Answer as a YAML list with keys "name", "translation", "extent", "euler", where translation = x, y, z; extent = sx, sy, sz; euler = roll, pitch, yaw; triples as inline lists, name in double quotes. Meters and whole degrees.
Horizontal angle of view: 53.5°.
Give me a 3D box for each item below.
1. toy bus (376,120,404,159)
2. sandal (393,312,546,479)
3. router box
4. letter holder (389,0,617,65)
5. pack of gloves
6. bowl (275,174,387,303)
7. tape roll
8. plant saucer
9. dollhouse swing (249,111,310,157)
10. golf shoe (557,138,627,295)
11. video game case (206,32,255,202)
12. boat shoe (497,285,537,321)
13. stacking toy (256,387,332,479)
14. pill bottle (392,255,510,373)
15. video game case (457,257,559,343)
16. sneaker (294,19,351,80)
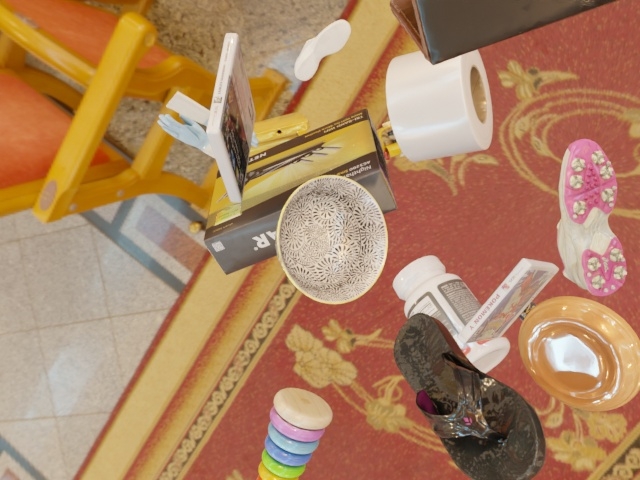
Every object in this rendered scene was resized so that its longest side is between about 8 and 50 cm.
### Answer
- name: "toy bus"
  translation: [0.217, -0.303, 1.885]
  extent: [0.202, 0.191, 0.104]
  euler: [-13, 101, 44]
- name: "sandal"
  translation: [0.226, 0.275, 1.146]
  extent: [0.107, 0.446, 0.167]
  euler: [24, 101, -27]
- name: "router box"
  translation: [-0.037, -0.091, 1.091]
  extent: [0.309, 0.243, 0.081]
  euler: [-21, 123, 11]
- name: "letter holder"
  translation: [0.200, -0.301, 0.551]
  extent: [0.302, 0.214, 0.152]
  euler: [-18, 122, 6]
- name: "pack of gloves"
  translation: [-0.265, -0.274, 1.523]
  extent: [0.195, 0.232, 0.046]
  euler: [-25, 44, 55]
- name: "bowl"
  translation: [0.000, 0.000, 0.862]
  extent: [0.080, 0.170, 0.170]
  euler: [-4, 95, 59]
- name: "tape roll"
  translation: [0.270, -0.307, 1.413]
  extent: [0.169, 0.246, 0.246]
  euler: [-6, 93, 29]
- name: "plant saucer"
  translation: [0.406, 0.186, 1.009]
  extent: [0.200, 0.037, 0.199]
  euler: [21, 123, 36]
- name: "dollhouse swing"
  translation: [-0.108, -0.180, 2.027]
  extent: [0.315, 0.305, 0.346]
  euler: [-12, 121, 11]
- name: "golf shoe"
  translation: [0.510, -0.045, 1.257]
  extent: [0.115, 0.140, 0.306]
  euler: [-9, 96, -10]
- name: "video game case"
  translation: [-0.129, -0.176, 0.944]
  extent: [0.022, 0.190, 0.173]
  euler: [3, 64, 4]
- name: "boat shoe"
  translation: [0.576, 0.194, 1.789]
  extent: [0.065, 0.083, 0.183]
  euler: [-52, 49, 2]
- name: "stacking toy"
  translation: [-0.090, 0.518, 1.487]
  extent: [0.141, 0.141, 0.330]
  euler: [25, 103, 18]
- name: "pill bottle"
  translation: [0.386, 0.232, 1.925]
  extent: [0.210, 0.210, 0.363]
  euler: [-45, 56, 20]
- name: "video game case"
  translation: [0.349, 0.113, 1.166]
  extent: [0.023, 0.201, 0.183]
  euler: [45, 110, 28]
- name: "sneaker"
  translation: [-0.005, -0.564, 1.827]
  extent: [0.212, 0.080, 0.094]
  euler: [-40, 40, 24]
